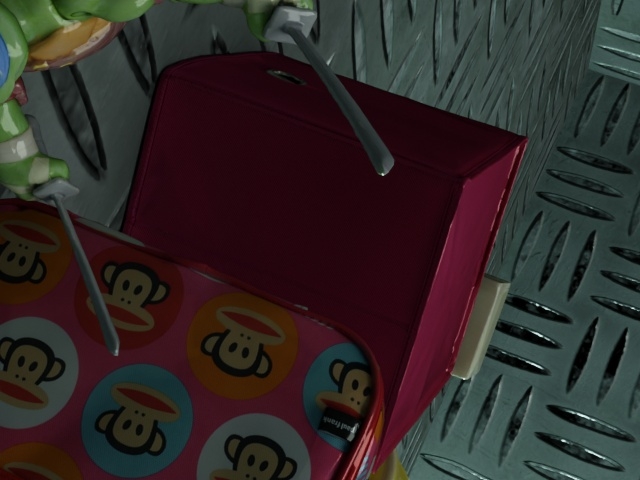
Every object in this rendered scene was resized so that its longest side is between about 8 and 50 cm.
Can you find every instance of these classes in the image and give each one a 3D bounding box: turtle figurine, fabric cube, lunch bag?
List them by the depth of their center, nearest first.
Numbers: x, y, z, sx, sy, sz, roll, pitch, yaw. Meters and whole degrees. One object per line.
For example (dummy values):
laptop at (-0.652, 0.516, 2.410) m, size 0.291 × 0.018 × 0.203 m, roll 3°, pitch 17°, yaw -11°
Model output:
turtle figurine at (-0.092, -0.099, 0.695) m, size 0.198 × 0.275 × 0.266 m, roll -62°, pitch -178°, yaw 39°
lunch bag at (-0.128, 0.134, 0.738) m, size 0.120 × 0.293 × 0.258 m, roll 82°, pitch 31°, yaw -70°
fabric cube at (0.000, 0.000, 1.074) m, size 0.254 × 0.258 × 0.259 m, roll -28°, pitch 137°, yaw -67°

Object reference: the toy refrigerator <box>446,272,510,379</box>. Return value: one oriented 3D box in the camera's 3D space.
toy refrigerator at (0.047, 0.044, 1.270) m, size 0.094 × 0.270 × 0.102 m, roll 6°, pitch 104°, yaw -74°

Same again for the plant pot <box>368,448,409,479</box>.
plant pot at (-0.017, 0.270, 1.303) m, size 0.239 × 0.254 × 0.254 m, roll 97°, pitch 20°, yaw -57°
